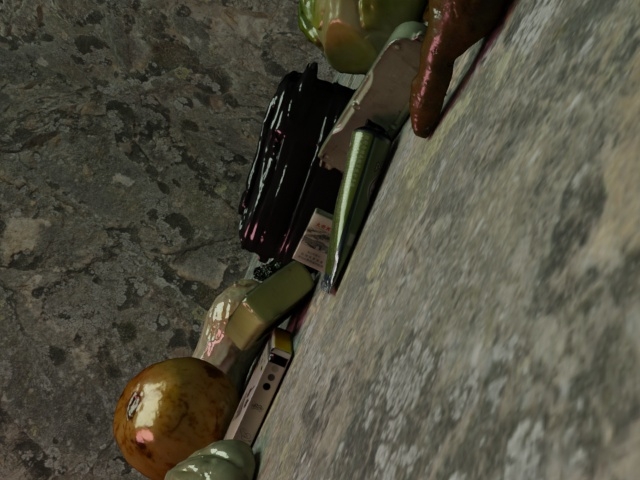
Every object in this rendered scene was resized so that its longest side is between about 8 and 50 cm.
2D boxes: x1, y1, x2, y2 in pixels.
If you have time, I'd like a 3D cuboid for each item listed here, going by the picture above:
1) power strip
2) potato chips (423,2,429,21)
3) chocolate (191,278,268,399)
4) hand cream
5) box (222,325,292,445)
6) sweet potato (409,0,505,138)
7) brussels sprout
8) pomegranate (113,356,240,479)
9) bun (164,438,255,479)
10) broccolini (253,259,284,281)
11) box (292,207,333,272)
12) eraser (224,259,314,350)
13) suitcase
[{"bbox_3d":[0.079,-0.181,0.989,0.286,0.080,0.048,-56,11,53],"label":"power strip"},{"bbox_3d":[0.171,-0.304,0.820,0.150,0.049,0.201,-63,5,-1],"label":"potato chips"},{"bbox_3d":[-0.185,0.222,1.450,0.134,0.134,0.309,-167,101,-83],"label":"chocolate"},{"bbox_3d":[0.042,-0.044,0.978,0.086,0.055,0.235,-177,103,-85],"label":"hand cream"},{"bbox_3d":[-0.106,0.257,1.111,0.129,0.033,0.247,-124,58,-83],"label":"box"},{"bbox_3d":[0.134,-0.217,0.714,0.075,0.074,0.269,-79,5,-61],"label":"sweet potato"},{"bbox_3d":[0.073,-0.434,1.323,0.259,0.227,0.294,98,-178,-57],"label":"brussels sprout"},{"bbox_3d":[-0.232,0.303,1.251,0.215,0.215,0.215,-156,90,-83],"label":"pomegranate"},{"bbox_3d":[-0.156,0.333,0.961,0.183,0.102,0.183,-61,8,15],"label":"bun"},{"bbox_3d":[-0.080,0.048,1.568,0.058,0.074,0.201,-20,19,27],"label":"broccolini"},{"bbox_3d":[0.000,0.000,1.084,0.024,0.054,0.083,-71,7,-65],"label":"box"},{"bbox_3d":[-0.082,0.106,1.177,0.117,0.058,0.172,-35,-9,-27],"label":"eraser"},{"bbox_3d":[-0.026,-0.126,1.284,0.345,0.188,0.339,-96,25,-74],"label":"suitcase"}]
